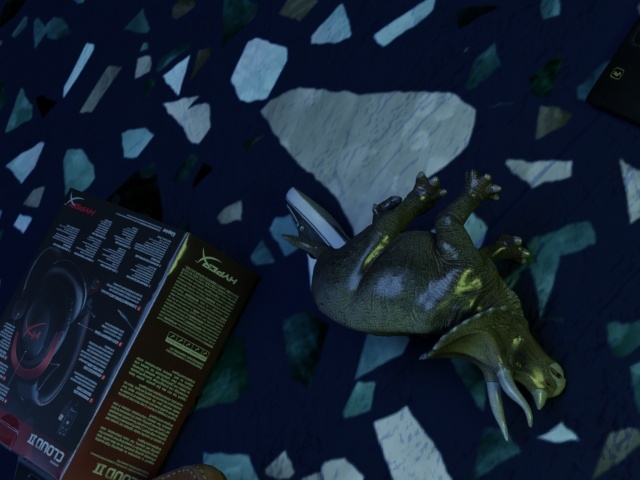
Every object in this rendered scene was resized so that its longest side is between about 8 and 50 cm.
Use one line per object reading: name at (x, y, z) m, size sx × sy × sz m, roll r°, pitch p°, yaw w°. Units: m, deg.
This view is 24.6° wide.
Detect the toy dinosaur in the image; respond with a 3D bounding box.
toy dinosaur at (0.067, 0.026, 1.215) m, size 0.313 × 0.121 × 0.160 m, roll 18°, pitch 55°, yaw 31°

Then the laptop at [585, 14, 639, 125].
laptop at (0.329, -0.210, 1.137) m, size 0.234 × 0.136 × 0.264 m, roll 33°, pitch 90°, yaw 48°

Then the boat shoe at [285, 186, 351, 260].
boat shoe at (0.000, 0.000, 1.373) m, size 0.040 × 0.049 × 0.142 m, roll -49°, pitch 46°, yaw 9°

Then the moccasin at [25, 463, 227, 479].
moccasin at (-0.236, 0.303, 1.331) m, size 0.380 × 0.147 × 0.139 m, roll -27°, pitch 51°, yaw 28°

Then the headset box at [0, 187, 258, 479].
headset box at (-0.224, 0.116, 1.459) m, size 0.218 × 0.110 × 0.293 m, roll 18°, pitch 79°, yaw 47°
